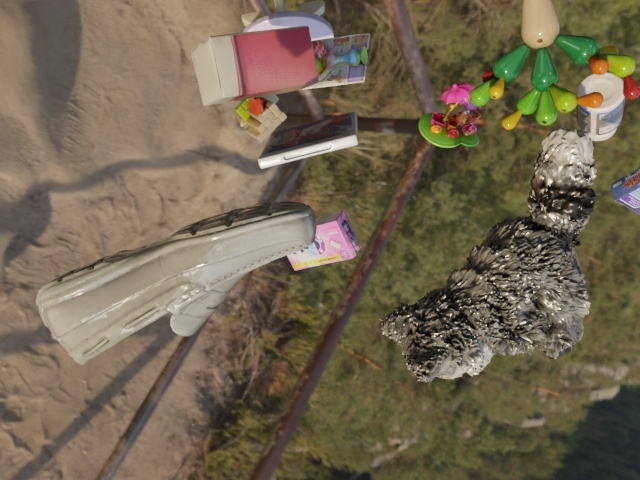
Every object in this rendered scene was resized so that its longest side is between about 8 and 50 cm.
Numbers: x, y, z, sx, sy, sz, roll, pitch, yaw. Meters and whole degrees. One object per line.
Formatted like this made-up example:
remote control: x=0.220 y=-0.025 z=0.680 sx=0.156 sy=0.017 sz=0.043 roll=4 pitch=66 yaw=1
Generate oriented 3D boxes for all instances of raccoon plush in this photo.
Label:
raccoon plush: x=0.260 y=0.036 z=0.983 sx=0.299 sy=0.216 sz=0.446 roll=-8 pitch=105 yaw=-15

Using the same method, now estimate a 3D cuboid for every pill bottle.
pill bottle: x=0.506 y=-0.238 z=1.058 sx=0.137 sy=0.078 sz=0.078 roll=35 pitch=71 yaw=-62

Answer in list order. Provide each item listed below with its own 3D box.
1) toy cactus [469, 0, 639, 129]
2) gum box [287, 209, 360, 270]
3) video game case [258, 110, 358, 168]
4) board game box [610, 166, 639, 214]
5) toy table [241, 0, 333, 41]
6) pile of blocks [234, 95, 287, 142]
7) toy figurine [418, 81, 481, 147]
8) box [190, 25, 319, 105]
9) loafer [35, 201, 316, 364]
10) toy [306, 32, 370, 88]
toy cactus: x=0.318 y=-0.253 z=0.813 sx=0.112 sy=0.219 sz=0.180 roll=-24 pitch=108 yaw=-47
gum box: x=0.000 y=0.000 z=1.459 sx=0.107 sy=0.188 sz=0.062 roll=64 pitch=33 yaw=-20
video game case: x=-0.019 y=-0.198 z=1.126 sx=0.201 sy=0.184 sz=0.023 roll=-83 pitch=159 yaw=-66
board game box: x=0.550 y=-0.065 z=0.850 sx=0.201 sy=0.136 sz=0.035 roll=23 pitch=52 yaw=-23
toy table: x=-0.104 y=-0.637 z=1.738 sx=0.252 sy=0.275 sz=0.160 roll=96 pitch=-9 yaw=-57
pile of blocks: x=-0.208 y=-0.437 z=1.726 sx=0.112 sy=0.149 sz=0.362 roll=48 pitch=19 yaw=-40
toy figurine: x=0.366 y=-0.337 z=1.529 sx=0.159 sy=0.173 sz=0.130 roll=110 pitch=-5 yaw=-54
box: x=-0.144 y=-0.382 z=1.282 sx=0.232 sy=0.149 sz=0.126 roll=-17 pitch=102 yaw=-25
loafer: x=-0.148 y=0.045 z=0.637 sx=0.112 sy=0.320 sz=0.111 roll=-67 pitch=136 yaw=-75
toy: x=-0.004 y=-0.440 z=1.409 sx=0.056 sy=0.237 sz=0.136 roll=45 pitch=49 yaw=-64
